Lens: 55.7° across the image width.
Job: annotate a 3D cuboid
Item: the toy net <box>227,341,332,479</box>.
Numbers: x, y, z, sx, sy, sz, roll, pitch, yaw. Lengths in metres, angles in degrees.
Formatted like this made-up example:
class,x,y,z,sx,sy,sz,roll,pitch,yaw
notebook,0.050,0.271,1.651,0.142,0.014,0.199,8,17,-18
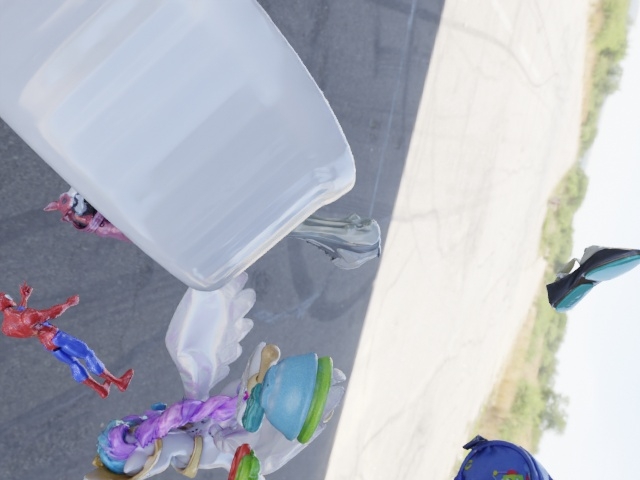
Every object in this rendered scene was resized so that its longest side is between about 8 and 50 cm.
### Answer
class,x,y,z,sx,sy,sz,roll,pitch,yaw
toy net,-0.046,0.151,0.533,0.232,0.045,0.122,147,-40,-76

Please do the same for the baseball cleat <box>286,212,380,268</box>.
class,x,y,z,sx,sy,sz,roll,pitch,yaw
baseball cleat,0.000,0.000,1.024,0.072,0.206,0.109,-58,149,-44

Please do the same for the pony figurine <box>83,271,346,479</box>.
class,x,y,z,sx,sy,sz,roll,pitch,yaw
pony figurine,-0.127,0.255,0.905,0.351,0.303,0.363,-48,147,4

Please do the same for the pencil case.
class,x,y,z,sx,sy,sz,roll,pitch,yaw
pencil case,0.274,0.372,0.746,0.306,0.133,0.119,48,45,-23

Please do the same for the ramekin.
class,x,y,z,sx,sy,sz,roll,pitch,yaw
ramekin,-0.119,-0.091,0.424,0.135,0.277,0.277,-45,153,-7

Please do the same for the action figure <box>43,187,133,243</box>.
class,x,y,z,sx,sy,sz,roll,pitch,yaw
action figure,-0.448,-0.093,1.352,0.370,0.276,0.248,-19,77,-50

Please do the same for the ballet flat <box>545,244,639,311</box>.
class,x,y,z,sx,sy,sz,roll,pitch,yaw
ballet flat,0.462,0.051,1.047,0.074,0.074,0.203,-58,-179,-41

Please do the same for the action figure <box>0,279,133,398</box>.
class,x,y,z,sx,sy,sz,roll,pitch,yaw
action figure,-0.461,0.158,1.100,0.280,0.092,0.139,48,29,-35
